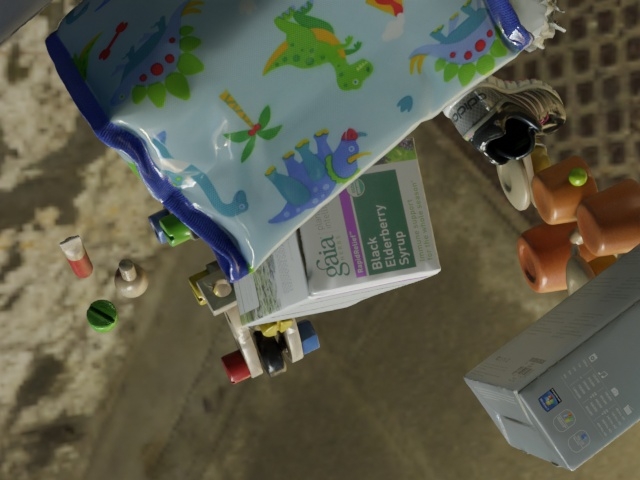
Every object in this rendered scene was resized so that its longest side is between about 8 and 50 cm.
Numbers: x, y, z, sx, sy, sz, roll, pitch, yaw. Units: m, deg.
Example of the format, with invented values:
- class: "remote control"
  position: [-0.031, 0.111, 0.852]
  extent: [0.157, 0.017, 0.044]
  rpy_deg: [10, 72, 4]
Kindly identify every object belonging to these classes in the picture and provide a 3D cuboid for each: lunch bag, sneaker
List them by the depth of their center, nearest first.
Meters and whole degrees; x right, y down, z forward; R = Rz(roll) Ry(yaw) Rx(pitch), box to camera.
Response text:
- class: "lunch bag"
  position: [-0.023, -0.076, 0.476]
  extent: [0.129, 0.096, 0.151]
  rpy_deg: [-39, 36, -1]
- class: "sneaker"
  position: [0.169, -0.100, 1.218]
  extent: [0.063, 0.170, 0.074]
  rpy_deg: [-40, 65, 29]

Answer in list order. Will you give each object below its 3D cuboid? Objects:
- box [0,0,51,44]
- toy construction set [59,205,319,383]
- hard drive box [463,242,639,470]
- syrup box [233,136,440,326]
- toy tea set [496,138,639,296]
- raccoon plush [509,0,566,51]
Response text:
- class: "box"
  position: [-0.152, -0.268, 0.409]
  extent: [0.312, 0.179, 0.343]
  rpy_deg: [36, 124, -6]
- class: "toy construction set"
  position: [-0.133, 0.017, 1.530]
  extent: [0.237, 0.309, 0.257]
  rpy_deg: [97, 171, -75]
- class: "hard drive box"
  position: [0.265, 0.097, 1.265]
  extent: [0.089, 0.232, 0.181]
  rpy_deg: [55, 173, -4]
- class: "syrup box"
  position: [0.000, 0.000, 0.995]
  extent: [0.237, 0.096, 0.093]
  rpy_deg: [150, 109, -73]
- class: "toy tea set"
  position: [0.310, -0.015, 1.527]
  extent: [0.336, 0.124, 0.200]
  rpy_deg: [-132, 27, -70]
- class: "raccoon plush"
  position: [0.099, -0.320, 0.873]
  extent: [0.446, 0.299, 0.216]
  rpy_deg: [-52, 38, -2]
